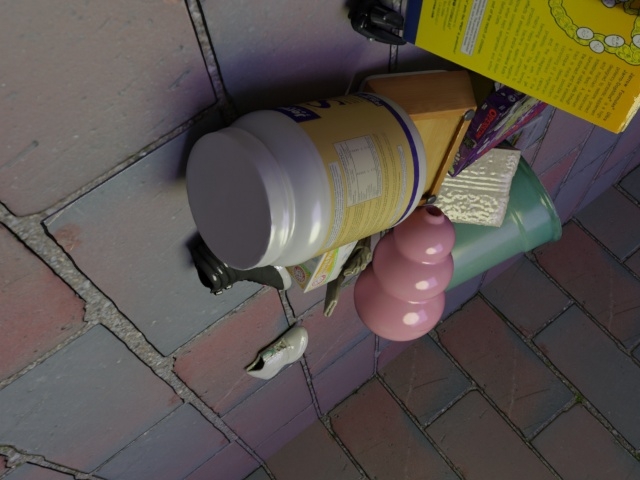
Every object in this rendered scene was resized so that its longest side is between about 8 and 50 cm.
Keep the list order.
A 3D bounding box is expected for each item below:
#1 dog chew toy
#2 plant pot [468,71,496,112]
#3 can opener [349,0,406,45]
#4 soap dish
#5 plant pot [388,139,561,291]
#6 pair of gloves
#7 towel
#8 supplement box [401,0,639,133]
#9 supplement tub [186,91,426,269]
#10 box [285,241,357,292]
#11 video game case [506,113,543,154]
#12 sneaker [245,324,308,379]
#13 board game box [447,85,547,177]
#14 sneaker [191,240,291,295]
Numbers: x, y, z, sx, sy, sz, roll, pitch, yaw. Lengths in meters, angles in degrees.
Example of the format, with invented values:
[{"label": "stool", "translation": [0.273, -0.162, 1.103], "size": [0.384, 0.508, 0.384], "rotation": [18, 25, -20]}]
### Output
[{"label": "dog chew toy", "translation": [0.194, 0.064, 1.419], "size": [0.207, 0.206, 0.332], "rotation": [-23, 141, -37]}, {"label": "plant pot", "translation": [0.336, -0.315, 1.411], "size": [0.083, 0.081, 0.081], "rotation": [-54, 156, 3]}, {"label": "can opener", "translation": [0.101, -0.336, 1.027], "size": [0.059, 0.073, 0.186], "rotation": [-58, 162, 17]}, {"label": "soap dish", "translation": [0.155, -0.178, 1.243], "size": [0.229, 0.118, 0.291], "rotation": [-12, 141, -28]}, {"label": "plant pot", "translation": [0.360, -0.052, 1.645], "size": [0.334, 0.341, 0.341], "rotation": [-33, 158, 2]}, {"label": "pair of gloves", "translation": [0.068, 0.043, 1.517], "size": [0.204, 0.042, 0.240], "rotation": [-82, -165, -49]}, {"label": "towel", "translation": [0.285, -0.130, 1.439], "size": [0.049, 0.282, 0.187], "rotation": [-93, -170, -67]}, {"label": "supplement box", "translation": [0.324, -0.345, 0.919], "size": [0.194, 0.356, 0.195], "rotation": [-55, 164, -25]}, {"label": "supplement tub", "translation": [-0.017, -0.097, 1.032], "size": [0.331, 0.241, 0.241], "rotation": [-20, 150, -41]}, {"label": "box", "translation": [0.000, 0.000, 1.399], "size": [0.103, 0.114, 0.203], "rotation": [-22, 152, -38]}, {"label": "video game case", "translation": [0.536, -0.254, 1.906], "size": [0.206, 0.026, 0.227], "rotation": [-31, 156, -23]}, {"label": "sneaker", "translation": [-0.125, 0.320, 1.844], "size": [0.212, 0.080, 0.094], "rotation": [-47, 145, 16]}, {"label": "board game box", "translation": [0.401, -0.275, 1.320], "size": [0.347, 0.056, 0.208], "rotation": [-36, 170, -30]}, {"label": "sneaker", "translation": [-0.157, 0.052, 1.271], "size": [0.147, 0.104, 0.296], "rotation": [-37, 151, -5]}]
